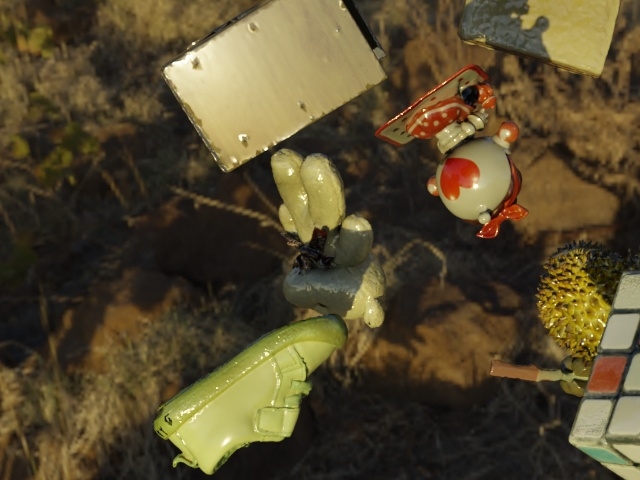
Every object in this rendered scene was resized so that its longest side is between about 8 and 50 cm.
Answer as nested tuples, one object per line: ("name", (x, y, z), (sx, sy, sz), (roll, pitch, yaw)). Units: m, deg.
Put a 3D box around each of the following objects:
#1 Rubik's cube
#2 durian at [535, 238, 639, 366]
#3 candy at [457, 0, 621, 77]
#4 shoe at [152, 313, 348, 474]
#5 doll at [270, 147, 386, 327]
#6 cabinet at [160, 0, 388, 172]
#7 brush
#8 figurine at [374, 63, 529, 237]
("Rubik's cube", (0.509, 0.195, 1.386), (0.253, 0.259, 0.256), (-7, 52, 55))
("durian", (0.498, 0.112, 1.930), (0.258, 0.258, 0.293), (4, -1, 16))
("candy", (0.449, -0.461, 2.307), (0.321, 0.179, 0.135), (18, 6, 7))
("shoe", (-0.076, 0.181, 1.357), (0.262, 0.128, 0.140), (-29, 7, -6))
("doll", (-0.003, -0.001, 1.614), (0.149, 0.278, 0.175), (-20, 23, -1))
("cabinet", (-0.049, -0.211, 1.303), (0.215, 0.148, 0.175), (-28, 14, 12))
("brush", (0.421, 0.235, 1.961), (0.301, 0.084, 0.071), (10, -6, -28))
("figurine", (0.229, -0.114, 1.687), (0.183, 0.226, 0.160), (-35, -14, 15))
